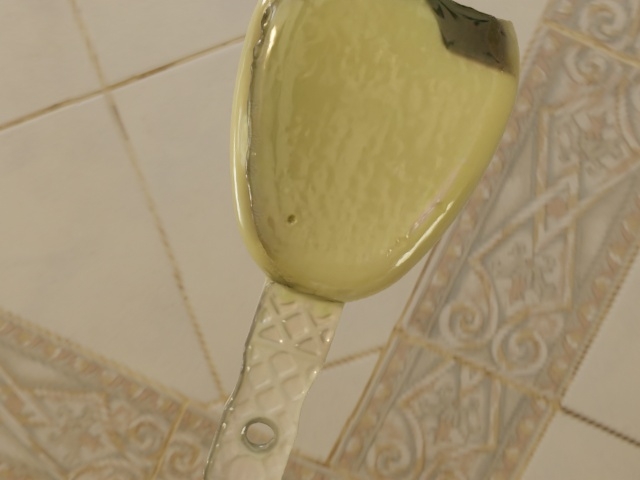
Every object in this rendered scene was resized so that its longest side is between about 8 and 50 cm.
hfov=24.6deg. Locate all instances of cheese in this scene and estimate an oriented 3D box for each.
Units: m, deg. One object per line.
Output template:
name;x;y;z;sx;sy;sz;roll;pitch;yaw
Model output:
cheese;0.000;0.000;0.673;0.127;0.054;0.251;19;92;-6
